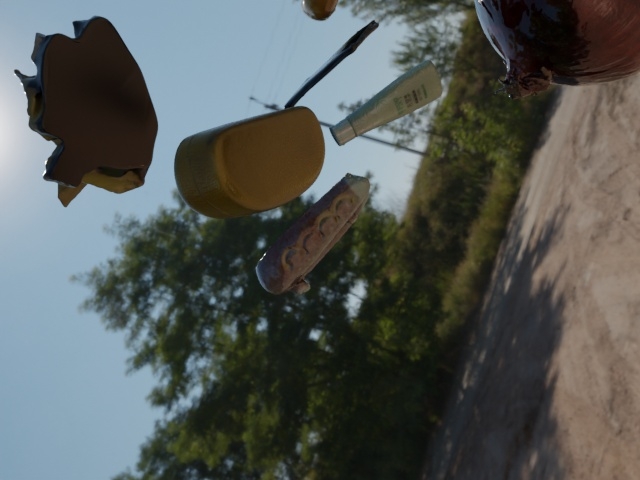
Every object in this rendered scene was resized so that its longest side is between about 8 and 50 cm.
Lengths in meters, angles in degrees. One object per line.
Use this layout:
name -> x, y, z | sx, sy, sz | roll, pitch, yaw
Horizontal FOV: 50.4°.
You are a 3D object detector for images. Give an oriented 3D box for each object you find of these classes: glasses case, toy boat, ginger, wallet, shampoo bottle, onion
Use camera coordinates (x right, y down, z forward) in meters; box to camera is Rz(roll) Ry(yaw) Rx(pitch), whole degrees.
glasses case -> -0.126, -0.141, 1.275 | 0.371, 0.141, 0.173 | -33, -70, -56
toy boat -> 0.000, 0.000, 1.050 | 0.227, 0.085, 0.155 | -44, -3, -2
ginger -> -0.558, -0.270, 1.521 | 0.358, 0.211, 0.413 | -42, -53, -55
wallet -> 0.019, -0.414, 1.630 | 0.285, 0.030, 0.146 | -32, 22, 44
shampoo bottle -> 0.102, -0.211, 1.073 | 0.190, 0.041, 0.069 | -31, -44, -4
onion -> 0.422, -0.378, 1.227 | 0.285, 0.347, 0.347 | -61, -9, 6

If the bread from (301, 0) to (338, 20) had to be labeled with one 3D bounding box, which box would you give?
bread -> 0.011, -0.788, 1.838 | 0.329, 0.245, 0.424 | -43, 20, 30
